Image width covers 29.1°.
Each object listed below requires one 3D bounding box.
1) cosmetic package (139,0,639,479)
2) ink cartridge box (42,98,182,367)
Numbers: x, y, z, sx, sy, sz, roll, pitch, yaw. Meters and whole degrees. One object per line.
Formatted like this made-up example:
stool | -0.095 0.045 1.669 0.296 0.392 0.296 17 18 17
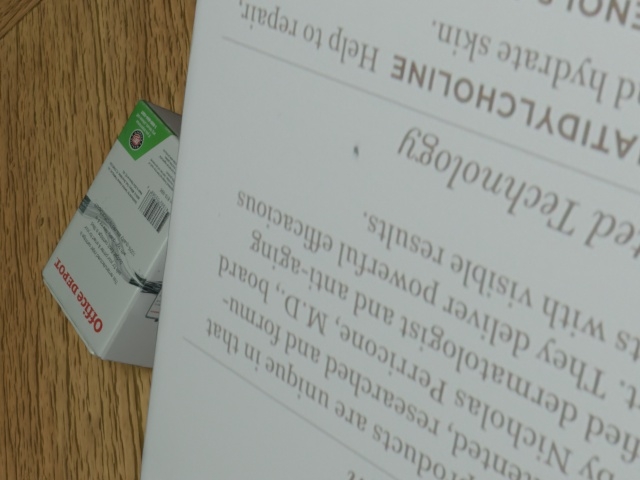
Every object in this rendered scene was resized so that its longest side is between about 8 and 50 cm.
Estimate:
cosmetic package | 0.149 0.019 0.583 0.327 0.329 0.393 26 116 41
ink cartridge box | -0.160 -0.004 1.172 0.208 0.087 0.153 -57 45 15
